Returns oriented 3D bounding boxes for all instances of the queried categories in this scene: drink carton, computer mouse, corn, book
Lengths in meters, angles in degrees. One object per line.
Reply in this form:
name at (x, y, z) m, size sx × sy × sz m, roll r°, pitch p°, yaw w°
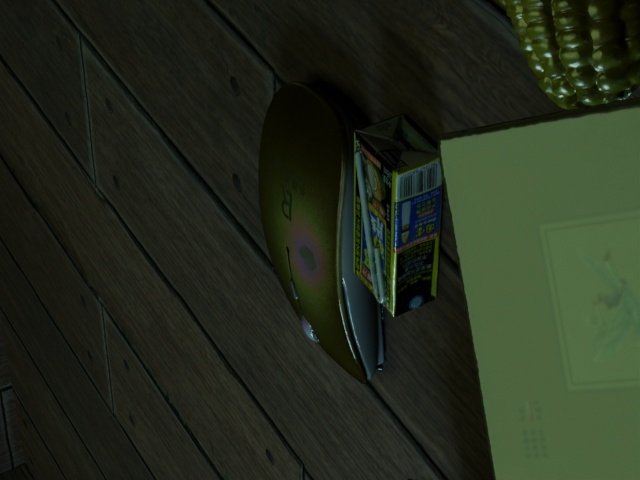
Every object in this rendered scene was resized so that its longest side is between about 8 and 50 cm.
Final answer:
drink carton at (0.064, -0.019, 1.281) m, size 0.071 × 0.056 × 0.165 m, roll 51°, pitch 152°, yaw 43°
computer mouse at (0.000, 0.000, 1.422) m, size 0.158 × 0.072 × 0.310 m, roll 44°, pitch 148°, yaw 48°
corn at (0.124, -0.251, 0.867) m, size 0.120 × 0.120 × 0.363 m, roll 11°, pitch 119°, yaw 64°
book at (0.213, 0.024, 0.791) m, size 0.310 × 0.021 × 0.216 m, roll -8°, pitch 93°, yaw 35°

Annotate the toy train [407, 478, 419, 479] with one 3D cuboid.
toy train at (0.154, 0.414, 1.319) m, size 0.249 × 0.178 × 0.429 m, roll 3°, pitch 112°, yaw 53°
